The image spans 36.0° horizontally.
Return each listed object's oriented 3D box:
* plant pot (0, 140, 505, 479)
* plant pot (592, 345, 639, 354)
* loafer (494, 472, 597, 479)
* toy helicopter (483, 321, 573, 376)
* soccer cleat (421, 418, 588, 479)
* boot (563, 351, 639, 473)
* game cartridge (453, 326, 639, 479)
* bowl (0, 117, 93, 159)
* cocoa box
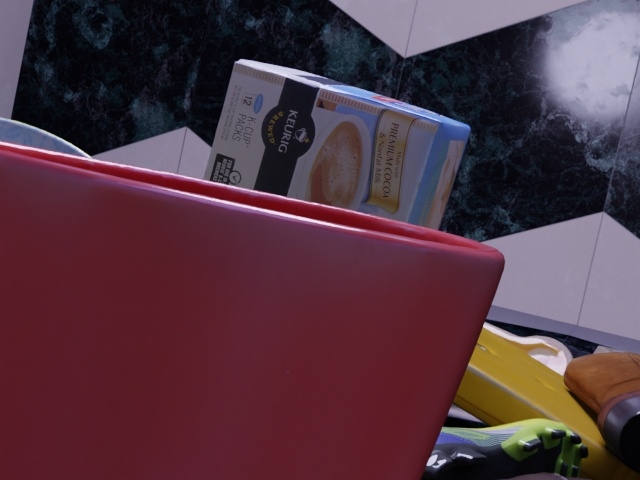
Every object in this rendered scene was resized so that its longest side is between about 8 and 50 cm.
[{"bbox_3d":[-0.075,0.092,0.451,0.275,0.243,0.275,11,4,-1],"label":"plant pot"},{"bbox_3d":[0.451,0.215,1.471,0.109,0.096,0.109,13,3,-3],"label":"plant pot"},{"bbox_3d":[0.264,0.209,0.607,0.366,0.133,0.130,13,4,18],"label":"loafer"},{"bbox_3d":[0.151,0.127,1.287,0.355,0.235,0.140,21,-37,22],"label":"toy helicopter"},{"bbox_3d":[0.123,0.189,0.825,0.121,0.093,0.289,6,-2,43],"label":"soccer cleat"},{"bbox_3d":[0.393,0.168,0.971,0.264,0.096,0.280,-7,3,7],"label":"boot"},{"bbox_3d":[0.231,0.177,1.067,0.324,0.052,0.285,33,9,14],"label":"game cartridge"},{"bbox_3d":[-0.293,0.052,0.798,0.290,0.289,0.156,11,-39,-16],"label":"bowl"},{"bbox_3d":[0.000,0.000,1.101,0.228,0.347,0.231,19,10,14],"label":"cocoa box"}]
